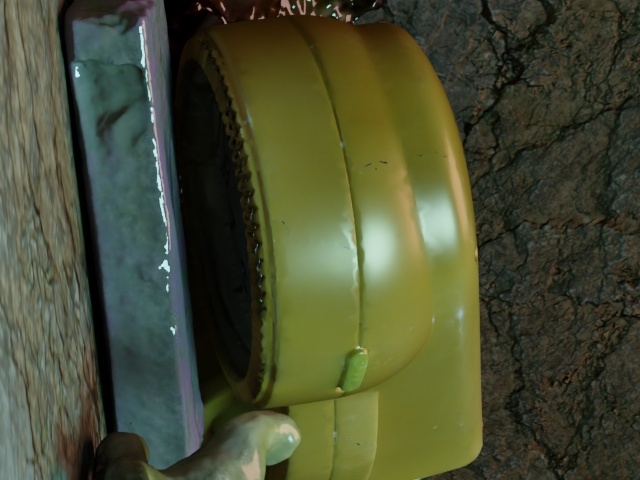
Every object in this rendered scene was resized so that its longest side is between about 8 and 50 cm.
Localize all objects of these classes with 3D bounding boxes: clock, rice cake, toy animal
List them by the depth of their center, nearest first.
[{"bbox_3d":[-0.061,0.199,0.993,0.168,0.121,0.233,-49,133,-73],"label":"toy animal"},{"bbox_3d":[-0.101,-0.002,1.100,0.106,0.050,0.298,-94,180,-70],"label":"rice cake"},{"bbox_3d":[0.000,0.000,1.206,0.317,0.200,0.244,96,-22,-57],"label":"clock"}]

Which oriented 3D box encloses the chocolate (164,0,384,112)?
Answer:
[{"bbox_3d":[-0.047,-0.171,1.303,0.206,0.177,0.224,-91,175,-74],"label":"chocolate"}]
